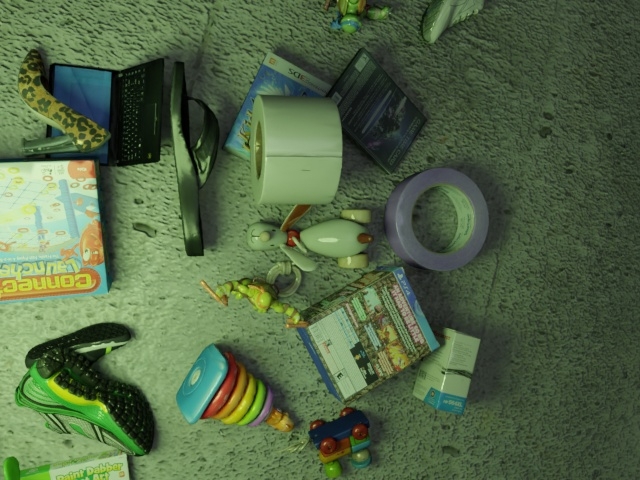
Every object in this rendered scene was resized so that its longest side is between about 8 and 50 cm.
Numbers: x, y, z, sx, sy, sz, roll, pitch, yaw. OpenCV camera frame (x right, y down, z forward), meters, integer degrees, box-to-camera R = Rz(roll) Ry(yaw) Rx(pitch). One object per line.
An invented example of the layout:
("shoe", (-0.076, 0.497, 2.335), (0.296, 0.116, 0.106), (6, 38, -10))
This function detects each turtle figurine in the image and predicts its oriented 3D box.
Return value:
("turtle figurine", (-0.155, 0.127, 1.285), (0.269, 0.217, 0.087), (21, 84, -14))
("turtle figurine", (0.150, -0.665, 1.395), (0.197, 0.274, 0.267), (6, 82, -49))

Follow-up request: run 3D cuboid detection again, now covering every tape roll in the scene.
("tape roll", (0.314, -0.056, 1.484), (0.274, 0.090, 0.275), (0, 89, -15))
("tape roll", (-0.062, -0.202, 1.240), (0.168, 0.246, 0.247), (-1, 90, -15))

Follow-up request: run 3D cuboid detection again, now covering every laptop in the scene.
("laptop", (-0.489, -0.293, 1.238), (0.136, 0.264, 0.235), (3, 89, -52))

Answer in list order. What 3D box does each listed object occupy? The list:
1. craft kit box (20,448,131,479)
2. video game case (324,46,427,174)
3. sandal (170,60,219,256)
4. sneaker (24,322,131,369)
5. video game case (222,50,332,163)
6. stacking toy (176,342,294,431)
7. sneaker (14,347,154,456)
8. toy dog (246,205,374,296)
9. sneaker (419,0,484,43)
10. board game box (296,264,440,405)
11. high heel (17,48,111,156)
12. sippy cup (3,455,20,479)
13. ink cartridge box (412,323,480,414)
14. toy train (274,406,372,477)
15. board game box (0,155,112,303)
("craft kit box", (-0.555, 0.629, 1.255), (0.249, 0.061, 0.247), (-8, 89, -16))
("video game case", (0.145, -0.334, 1.434), (0.274, 0.026, 0.196), (40, 76, -28))
("sandal", (-0.285, -0.187, 1.286), (0.106, 0.167, 0.447), (-5, 100, -10))
("sneaker", (-0.552, 0.264, 1.260), (0.234, 0.084, 0.097), (-14, 118, -15))
("video game case", (-0.083, -0.300, 1.391), (0.244, 0.061, 0.270), (25, 83, -13))
("stacking toy", (-0.179, 0.391, 1.324), (0.301, 0.175, 0.166), (35, 83, -24))
("sneaker", (-0.514, 0.381, 1.227), (0.146, 0.134, 0.343), (-36, 116, 13))
("toy dog", (0.000, 0.000, 1.359), (0.333, 0.161, 0.220), (-21, 95, -15))
("sneaker", (0.385, -0.655, 1.505), (0.129, 0.111, 0.297), (38, 81, -18))
("board game box", (0.113, 0.232, 1.397), (0.290, 0.141, 0.232), (-28, 97, -14))
("high heel", (-0.566, -0.313, 1.221), (0.186, 0.093, 0.262), (-7, 79, -5))
("sippy cup", (-0.798, 0.495, 1.112), (0.305, 0.240, 0.224), (4, 77, -40))
("ink cartridge box", (0.334, 0.338, 1.454), (0.085, 0.148, 0.203), (17, 85, -14))
("toy train", (0.014, 0.544, 1.396), (0.247, 0.105, 0.144), (-18, 108, -15))
("board game box", (-0.631, -0.024, 1.186), (0.307, 0.086, 0.302), (-5, 105, -15))
